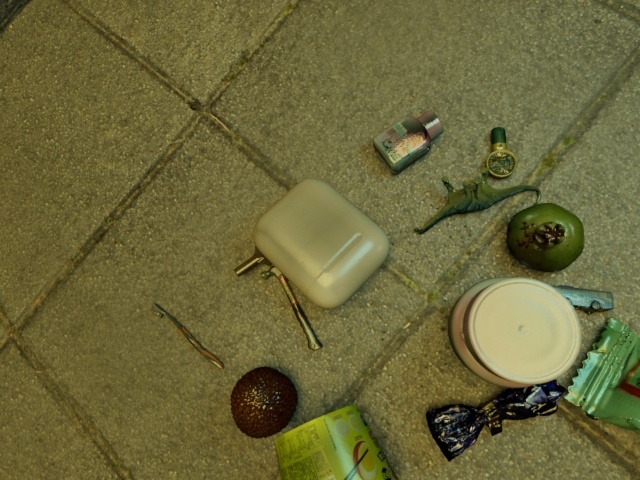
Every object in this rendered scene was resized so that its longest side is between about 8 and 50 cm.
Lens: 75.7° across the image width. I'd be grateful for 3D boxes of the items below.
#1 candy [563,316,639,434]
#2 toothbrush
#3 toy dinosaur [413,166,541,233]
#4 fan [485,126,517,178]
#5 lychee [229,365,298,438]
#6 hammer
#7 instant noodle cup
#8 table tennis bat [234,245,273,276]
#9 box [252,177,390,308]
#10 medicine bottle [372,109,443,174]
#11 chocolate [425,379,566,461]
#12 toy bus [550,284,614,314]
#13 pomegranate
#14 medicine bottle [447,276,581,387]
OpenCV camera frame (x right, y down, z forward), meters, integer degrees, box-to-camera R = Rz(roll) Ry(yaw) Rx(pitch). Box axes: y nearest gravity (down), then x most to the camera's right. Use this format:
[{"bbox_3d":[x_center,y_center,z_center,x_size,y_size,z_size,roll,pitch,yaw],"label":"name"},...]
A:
[{"bbox_3d":[0.805,0.390,0.943,0.398,0.172,0.263,34,66,29],"label":"candy"},{"bbox_3d":[-0.419,0.298,1.289,0.321,0.023,0.031,33,95,17],"label":"toothbrush"},{"bbox_3d":[0.426,-0.122,1.142,0.363,0.147,0.076,-17,36,6],"label":"toy dinosaur"},{"bbox_3d":[0.513,-0.250,1.177,0.082,0.039,0.155,-1,79,13],"label":"fan"},{"bbox_3d":[-0.156,0.436,1.129,0.194,0.194,0.194,-2,79,12],"label":"lychee"},{"bbox_3d":[-0.075,0.195,1.228,0.111,0.033,0.288,-29,76,7],"label":"hammer"},{"bbox_3d":[0.031,0.560,1.019,0.311,0.311,0.221,-26,65,7],"label":"instant noodle cup"},{"bbox_3d":[-0.162,0.032,1.266,0.234,0.022,0.131,-34,65,-5],"label":"table tennis bat"},{"bbox_3d":[0.000,0.000,1.174,0.349,0.141,0.288,42,75,16],"label":"box"},{"bbox_3d":[0.261,-0.295,1.212,0.188,0.094,0.119,-34,73,5],"label":"medicine bottle"},{"bbox_3d":[0.443,0.431,1.035,0.343,0.126,0.148,-25,115,5],"label":"chocolate"},{"bbox_3d":[0.666,0.153,1.066,0.153,0.051,0.061,7,69,14],"label":"toy bus"},{"bbox_3d":[0.579,-0.006,1.036,0.179,0.210,0.179,-1,96,-5],"label":"pomegranate"},{"bbox_3d":[0.434,0.210,0.959,0.256,0.325,0.256,-3,76,14],"label":"medicine bottle"}]
